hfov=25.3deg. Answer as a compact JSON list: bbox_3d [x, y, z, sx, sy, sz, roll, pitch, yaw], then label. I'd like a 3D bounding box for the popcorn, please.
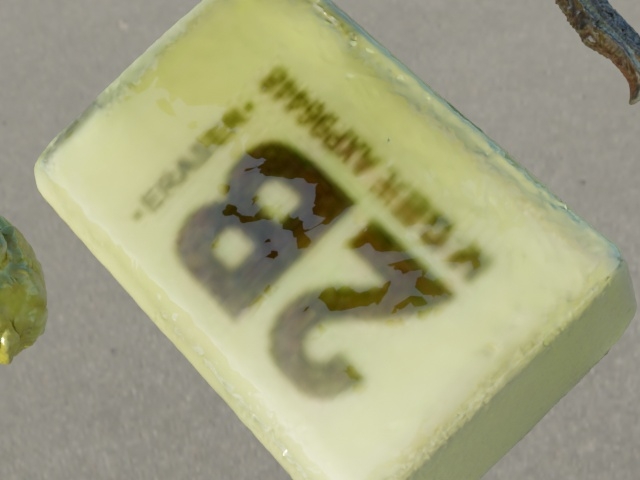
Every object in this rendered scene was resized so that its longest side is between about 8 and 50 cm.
[{"bbox_3d":[-0.226,0.028,0.870,0.120,0.106,0.116,21,32,5],"label":"popcorn"}]

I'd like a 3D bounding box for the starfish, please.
[{"bbox_3d":[0.114,-0.125,0.613,0.041,0.133,0.130,-8,44,14],"label":"starfish"}]

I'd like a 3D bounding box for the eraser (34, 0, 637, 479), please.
[{"bbox_3d":[0.000,0.000,0.457,0.117,0.058,0.172,-44,63,-3],"label":"eraser"}]
